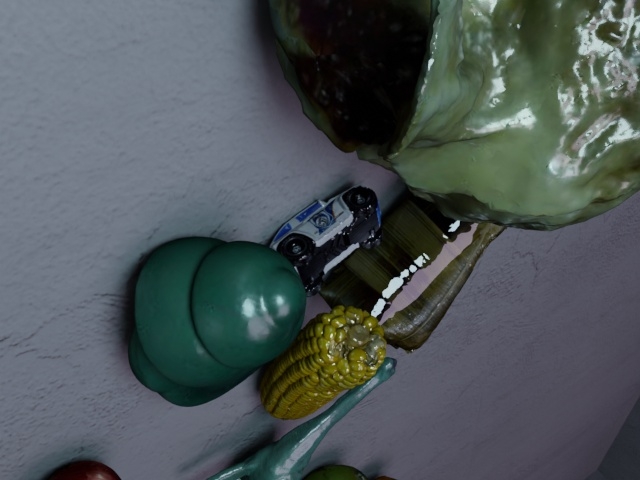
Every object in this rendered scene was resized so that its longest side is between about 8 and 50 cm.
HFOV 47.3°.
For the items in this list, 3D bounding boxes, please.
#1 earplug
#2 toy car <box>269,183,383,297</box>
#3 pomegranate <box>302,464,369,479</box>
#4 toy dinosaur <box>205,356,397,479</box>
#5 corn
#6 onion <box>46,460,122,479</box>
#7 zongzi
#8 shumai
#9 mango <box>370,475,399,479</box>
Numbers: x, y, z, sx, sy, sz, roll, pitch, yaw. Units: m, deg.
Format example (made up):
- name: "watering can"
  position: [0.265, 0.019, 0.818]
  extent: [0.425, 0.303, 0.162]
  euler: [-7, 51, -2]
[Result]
- name: "earplug"
  position: [-0.102, 0.103, 0.812]
  extent: [0.257, 0.280, 0.164]
  euler: [40, 52, -29]
- name: "toy car"
  position: [0.000, 0.000, 0.893]
  extent: [0.170, 0.070, 0.080]
  euler: [-37, 144, -16]
- name: "pomegranate"
  position: [0.035, 0.494, 1.341]
  extent: [0.156, 0.156, 0.220]
  euler: [-43, 149, -5]
- name: "toy dinosaur"
  position: [-0.043, 0.347, 1.155]
  extent: [0.331, 0.129, 0.383]
  euler: [-33, 162, -32]
- name: "corn"
  position: [-0.014, 0.172, 0.952]
  extent: [0.102, 0.102, 0.313]
  euler: [-19, 162, -33]
- name: "onion"
  position: [-0.287, 0.329, 0.872]
  extent: [0.131, 0.131, 0.131]
  euler: [-27, 140, -25]
- name: "zongzi"
  position: [0.167, 0.047, 1.050]
  extent: [0.286, 0.134, 0.288]
  euler: [-43, 145, 5]
- name: "shumai"
  position: [0.123, -0.195, 0.673]
  extent: [0.348, 0.395, 0.395]
  euler: [5, 123, -23]
- name: "mango"
  position: [0.096, 0.590, 1.496]
  extent: [0.249, 0.156, 0.151]
  euler: [-52, -177, 10]
